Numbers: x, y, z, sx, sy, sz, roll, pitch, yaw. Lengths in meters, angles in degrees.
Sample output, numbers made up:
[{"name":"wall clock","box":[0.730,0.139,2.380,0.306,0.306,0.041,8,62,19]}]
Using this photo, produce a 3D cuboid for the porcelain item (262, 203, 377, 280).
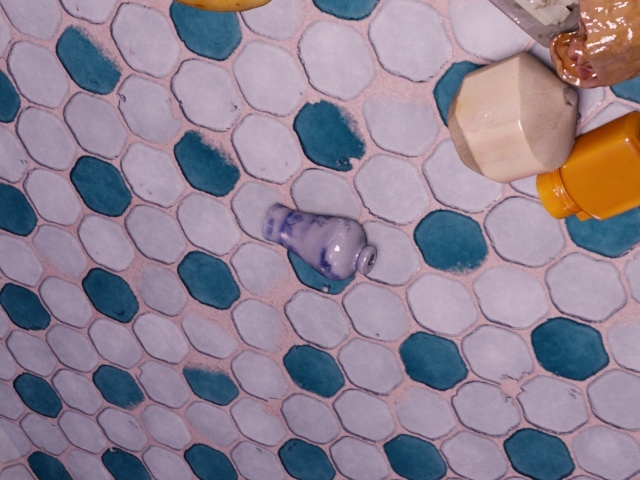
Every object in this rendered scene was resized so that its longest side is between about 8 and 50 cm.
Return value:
[{"name":"porcelain item","box":[0.000,0.000,2.266,0.259,0.141,0.141,24,131,22]}]

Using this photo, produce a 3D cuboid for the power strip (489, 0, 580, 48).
[{"name":"power strip","box":[0.388,-0.443,1.785,0.213,0.064,0.198,37,131,-3]}]

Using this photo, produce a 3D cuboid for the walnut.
[{"name":"walnut","box":[0.503,-0.344,1.728,0.204,0.141,0.238,6,143,1]}]

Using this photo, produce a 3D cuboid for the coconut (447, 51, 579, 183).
[{"name":"coconut","box":[0.360,-0.219,1.862,0.241,0.241,0.241,14,128,18]}]

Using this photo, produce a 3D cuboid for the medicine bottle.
[{"name":"medicine bottle","box":[0.522,-0.125,1.917,0.222,0.112,0.149,-25,110,38]}]

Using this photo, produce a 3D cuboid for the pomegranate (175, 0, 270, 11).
[{"name":"pomegranate","box":[-0.185,-0.569,1.826,0.332,0.332,0.332,14,128,18]}]
